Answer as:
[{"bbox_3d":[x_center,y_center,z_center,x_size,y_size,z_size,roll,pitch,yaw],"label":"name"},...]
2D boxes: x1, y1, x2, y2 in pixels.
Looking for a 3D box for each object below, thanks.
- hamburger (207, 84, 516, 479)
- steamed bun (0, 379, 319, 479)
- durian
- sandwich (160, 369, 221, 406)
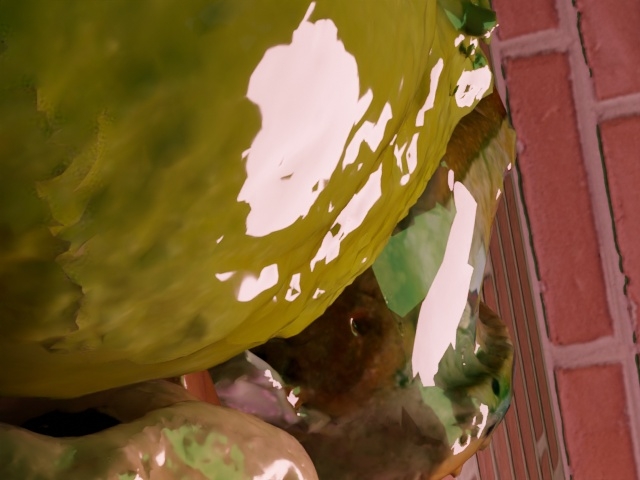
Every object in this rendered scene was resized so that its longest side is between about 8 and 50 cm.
[{"bbox_3d":[0.000,0.000,0.814,0.288,0.192,0.168,-65,167,-66],"label":"hamburger"},{"bbox_3d":[-0.082,0.112,0.530,0.155,0.140,0.172,39,46,-64],"label":"steamed bun"},{"bbox_3d":[-0.095,-0.074,0.489,0.256,0.204,0.339,42,13,6],"label":"durian"},{"bbox_3d":[-0.066,0.127,0.681,0.088,0.090,0.244,-89,166,-52],"label":"sandwich"}]
